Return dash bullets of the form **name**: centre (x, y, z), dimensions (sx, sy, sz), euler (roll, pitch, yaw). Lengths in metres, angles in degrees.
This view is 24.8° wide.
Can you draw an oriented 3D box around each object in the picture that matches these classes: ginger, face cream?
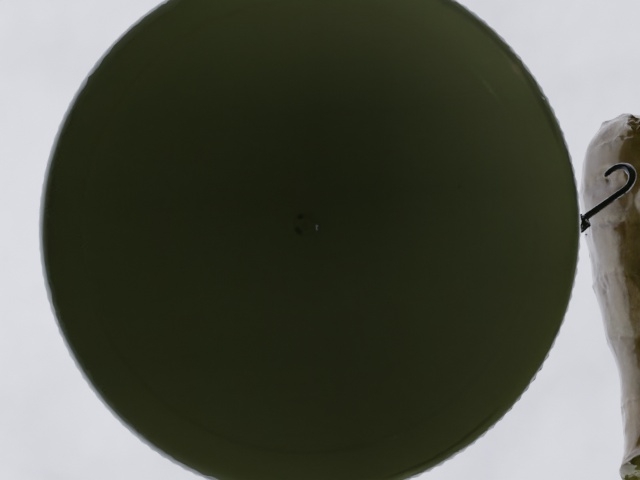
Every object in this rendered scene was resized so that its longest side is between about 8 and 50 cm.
- **ginger**: centre (0.314, 0.064, 1.435), dimensions (0.166, 0.236, 0.376), euler (11, -96, -5)
- **face cream**: centre (0.000, 0.000, 0.611), dimensions (0.201, 0.187, 0.201), euler (0, -93, 3)

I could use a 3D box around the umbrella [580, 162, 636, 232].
- **umbrella**: centre (0.135, 0.033, 1.117), dimensions (0.269, 0.044, 0.044), euler (-40, -44, 16)
